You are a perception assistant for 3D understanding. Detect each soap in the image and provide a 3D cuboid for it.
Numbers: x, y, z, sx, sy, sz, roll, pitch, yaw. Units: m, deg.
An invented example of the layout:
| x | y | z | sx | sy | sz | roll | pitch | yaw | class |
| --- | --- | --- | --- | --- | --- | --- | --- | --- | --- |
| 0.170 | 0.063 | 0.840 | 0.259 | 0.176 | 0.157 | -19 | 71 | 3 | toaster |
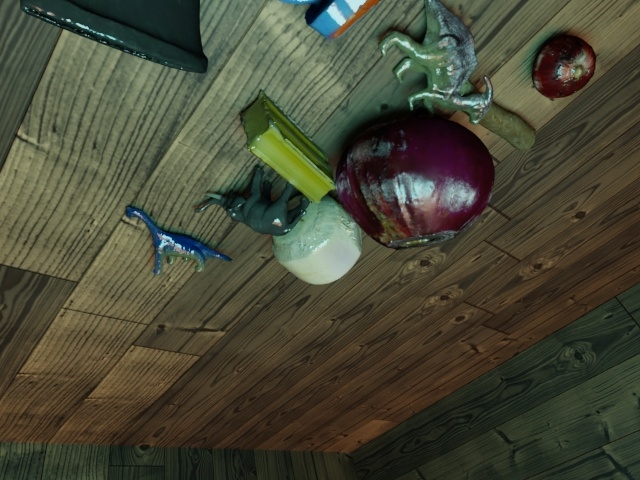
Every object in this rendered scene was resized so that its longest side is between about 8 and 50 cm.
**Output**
| x | y | z | sx | sy | sz | roll | pitch | yaw | class |
| --- | --- | --- | --- | --- | --- | --- | --- | --- | --- |
| -0.064 | -0.187 | 0.945 | 0.076 | 0.135 | 0.233 | -33 | 138 | 17 | soap |

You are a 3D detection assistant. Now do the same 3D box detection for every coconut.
| x | y | z | sx | sy | sz | roll | pitch | yaw | class |
| --- | --- | --- | --- | --- | --- | --- | --- | --- | --- |
| 0.000 | 0.000 | 1.124 | 0.224 | 0.224 | 0.234 | -39 | 129 | 23 | coconut |

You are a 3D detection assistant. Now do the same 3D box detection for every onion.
| x | y | z | sx | sy | sz | roll | pitch | yaw | class |
| --- | --- | --- | --- | --- | --- | --- | --- | --- | --- |
| 0.514 | -0.368 | 0.960 | 0.131 | 0.131 | 0.131 | -10 | 139 | -9 | onion |
| 0.221 | -0.127 | 0.958 | 0.337 | 0.281 | 0.260 | 16 | 158 | -33 | onion |

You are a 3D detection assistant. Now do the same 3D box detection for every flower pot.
| x | y | z | sx | sy | sz | roll | pitch | yaw | class |
| --- | --- | --- | --- | --- | --- | --- | --- | --- | --- |
| -0.279 | -0.391 | 0.538 | 0.379 | 0.379 | 0.251 | 14 | 109 | -31 | flower pot |

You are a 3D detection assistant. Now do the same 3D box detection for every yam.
| x | y | z | sx | sy | sz | roll | pitch | yaw | class |
| --- | --- | --- | --- | --- | --- | --- | --- | --- | --- |
| 0.399 | -0.289 | 1.047 | 0.300 | 0.066 | 0.066 | 17 | 129 | -33 | yam |

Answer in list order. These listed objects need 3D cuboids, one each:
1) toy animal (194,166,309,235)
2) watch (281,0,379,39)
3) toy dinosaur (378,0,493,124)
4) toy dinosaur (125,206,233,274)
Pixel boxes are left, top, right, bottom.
| x | y | z | sx | sy | sz | roll | pitch | yaw | class |
| --- | --- | --- | --- | --- | --- | --- | --- | --- | --- |
| -0.153 | -0.090 | 1.029 | 0.270 | 0.137 | 0.082 | 17 | 161 | 23 | toy animal |
| 0.011 | -0.464 | 0.605 | 0.275 | 0.241 | 0.305 | 35 | 109 | -23 | watch |
| 0.233 | -0.343 | 0.899 | 0.162 | 0.077 | 0.294 | -25 | 132 | 20 | toy dinosaur |
| -0.339 | -0.004 | 1.110 | 0.248 | 0.075 | 0.188 | 1 | 129 | -12 | toy dinosaur |
